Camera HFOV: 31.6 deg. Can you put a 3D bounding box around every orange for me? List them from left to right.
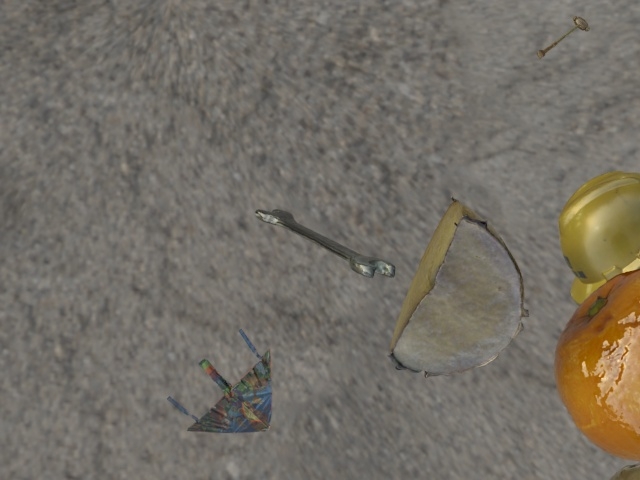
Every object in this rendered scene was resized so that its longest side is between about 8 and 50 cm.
[{"bbox_3d":[0.436,0.164,1.488,0.261,0.261,0.261,-2,102,-7],"label":"orange"}]

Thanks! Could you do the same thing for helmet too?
[{"bbox_3d":[0.476,-0.028,1.904,0.140,0.205,0.257,43,97,-11],"label":"helmet"}]

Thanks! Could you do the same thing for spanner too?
[{"bbox_3d":[0.000,0.000,1.289,0.054,0.254,0.015,4,104,-34],"label":"spanner"}]

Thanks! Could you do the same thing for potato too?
[{"bbox_3d":[0.184,0.058,1.381,0.138,0.098,0.243,20,125,-6],"label":"potato"}]

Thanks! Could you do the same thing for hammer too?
[{"bbox_3d":[0.332,-0.277,1.557,0.029,0.014,0.123,42,52,13],"label":"hammer"}]

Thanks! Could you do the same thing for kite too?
[{"bbox_3d":[-0.134,0.244,1.783,0.183,0.010,0.160,-44,103,-4],"label":"kite"}]

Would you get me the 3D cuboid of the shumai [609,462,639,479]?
[{"bbox_3d":[0.331,0.233,0.896,0.201,0.201,0.120,1,61,-8],"label":"shumai"}]
